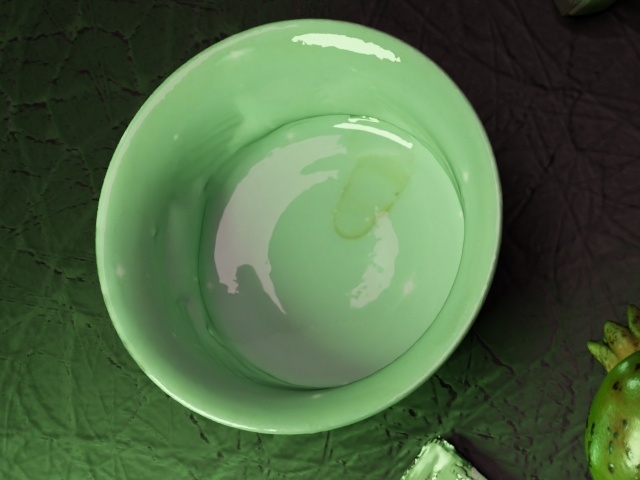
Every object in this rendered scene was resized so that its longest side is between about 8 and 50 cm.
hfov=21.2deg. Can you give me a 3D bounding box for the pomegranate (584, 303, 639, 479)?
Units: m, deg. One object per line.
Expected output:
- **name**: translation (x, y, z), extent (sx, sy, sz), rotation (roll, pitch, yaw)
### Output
- **pomegranate**: translation (0.278, 0.137, 1.352), extent (0.159, 0.159, 0.205), rotation (-34, 43, 7)

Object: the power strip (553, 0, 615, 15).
- **power strip**: translation (0.267, -0.273, 1.408), extent (0.052, 0.272, 0.078), rotation (-12, 74, -30)

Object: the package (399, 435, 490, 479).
- **package**: translation (0.137, 0.290, 1.418), extent (0.239, 0.030, 0.154), rotation (38, 89, 22)

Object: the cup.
- **cup**: translation (0.000, 0.000, 1.456), extent (0.347, 0.163, 0.347), rotation (-4, 77, 17)
